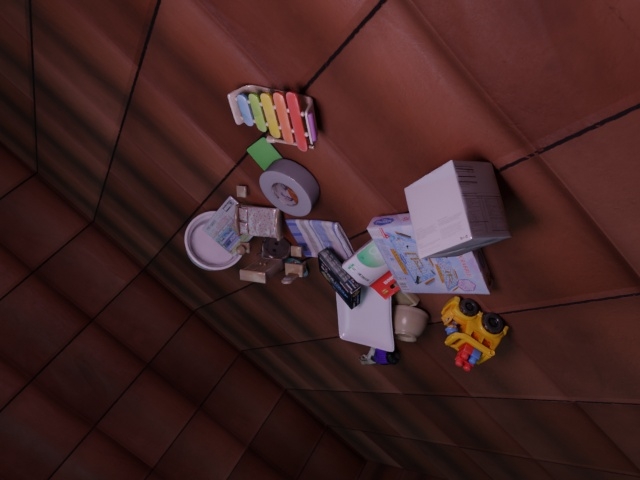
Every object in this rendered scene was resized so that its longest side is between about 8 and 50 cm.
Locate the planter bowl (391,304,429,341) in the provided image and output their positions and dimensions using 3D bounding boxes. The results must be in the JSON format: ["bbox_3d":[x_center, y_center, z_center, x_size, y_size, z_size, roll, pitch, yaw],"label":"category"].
[{"bbox_3d":[0.347,0.342,1.819,0.162,0.109,0.162,14,154,7],"label":"planter bowl"}]

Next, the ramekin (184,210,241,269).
[{"bbox_3d":[-0.499,0.011,2.124,0.277,0.277,0.135,42,156,-8],"label":"ramekin"}]

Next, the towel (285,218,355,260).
[{"bbox_3d":[0.000,0.000,1.832,0.285,0.034,0.209,6,136,40],"label":"towel"}]

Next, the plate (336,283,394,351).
[{"bbox_3d":[0.186,0.294,1.853,0.277,0.045,0.278,4,103,41],"label":"plate"}]

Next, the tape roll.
[{"bbox_3d":[-0.111,-0.189,1.646,0.219,0.072,0.219,25,150,15],"label":"tape roll"}]

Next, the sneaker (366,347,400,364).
[{"bbox_3d":[0.317,0.519,2.145,0.146,0.102,0.293,26,152,10],"label":"sneaker"}]

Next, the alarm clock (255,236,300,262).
[{"bbox_3d":[-0.176,0.044,1.983,0.192,0.129,0.064,18,147,-7],"label":"alarm clock"}]

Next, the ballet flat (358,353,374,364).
[{"bbox_3d":[0.249,0.622,2.380,0.052,0.057,0.168,49,148,-1],"label":"ballet flat"}]

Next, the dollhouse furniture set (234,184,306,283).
[{"bbox_3d":[-0.224,-0.025,1.804,0.303,0.174,0.355,6,109,20],"label":"dollhouse furniture set"}]

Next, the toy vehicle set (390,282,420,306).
[{"bbox_3d":[0.260,0.220,1.858,0.166,0.035,0.267,44,148,-11],"label":"toy vehicle set"}]

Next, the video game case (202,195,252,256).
[{"bbox_3d":[-0.393,-0.062,2.026,0.193,0.023,0.212,42,107,-7],"label":"video game case"}]

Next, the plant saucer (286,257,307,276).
[{"bbox_3d":[-0.104,0.118,2.100,0.119,0.021,0.119,26,148,18],"label":"plant saucer"}]

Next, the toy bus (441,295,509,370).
[{"bbox_3d":[0.513,0.339,1.597,0.220,0.211,0.149,33,150,9],"label":"toy bus"}]

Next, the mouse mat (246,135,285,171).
[{"bbox_3d":[-0.180,-0.287,1.660,0.189,0.007,0.153,49,147,-18],"label":"mouse mat"}]

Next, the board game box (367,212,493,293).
[{"bbox_3d":[0.357,0.046,1.475,0.318,0.066,0.318,-4,131,39],"label":"board game box"}]

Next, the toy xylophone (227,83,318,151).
[{"bbox_3d":[-0.129,-0.375,1.422,0.323,0.081,0.236,15,143,32],"label":"toy xylophone"}]

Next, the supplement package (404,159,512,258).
[{"bbox_3d":[0.352,-0.075,1.183,0.194,0.149,0.203,-31,65,57],"label":"supplement package"}]

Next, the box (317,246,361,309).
[{"bbox_3d":[0.074,0.152,1.795,0.220,0.051,0.175,50,164,24],"label":"box"}]

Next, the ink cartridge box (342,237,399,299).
[{"bbox_3d":[0.220,0.111,1.666,0.225,0.056,0.181,44,118,-7],"label":"ink cartridge box"}]
